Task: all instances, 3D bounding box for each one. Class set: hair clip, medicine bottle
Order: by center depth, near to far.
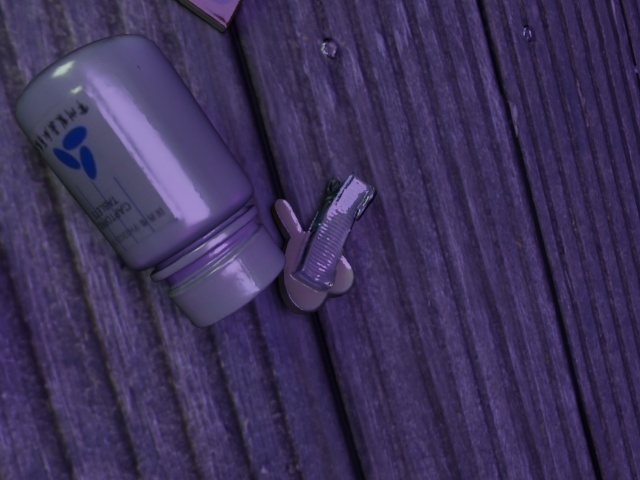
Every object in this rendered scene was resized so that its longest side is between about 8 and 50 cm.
[{"bbox_3d":[-0.172,-0.058,0.510,0.170,0.170,0.293,-40,104,-24],"label":"medicine bottle"},{"bbox_3d":[-0.003,-0.001,0.649,0.159,0.071,0.219,30,67,-16],"label":"hair clip"}]

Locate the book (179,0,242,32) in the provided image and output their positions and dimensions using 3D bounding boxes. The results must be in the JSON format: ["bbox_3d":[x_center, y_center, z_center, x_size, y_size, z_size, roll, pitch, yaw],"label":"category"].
[{"bbox_3d":[-0.150,-0.467,0.605,0.207,0.020,0.296,29,83,-26],"label":"book"}]
